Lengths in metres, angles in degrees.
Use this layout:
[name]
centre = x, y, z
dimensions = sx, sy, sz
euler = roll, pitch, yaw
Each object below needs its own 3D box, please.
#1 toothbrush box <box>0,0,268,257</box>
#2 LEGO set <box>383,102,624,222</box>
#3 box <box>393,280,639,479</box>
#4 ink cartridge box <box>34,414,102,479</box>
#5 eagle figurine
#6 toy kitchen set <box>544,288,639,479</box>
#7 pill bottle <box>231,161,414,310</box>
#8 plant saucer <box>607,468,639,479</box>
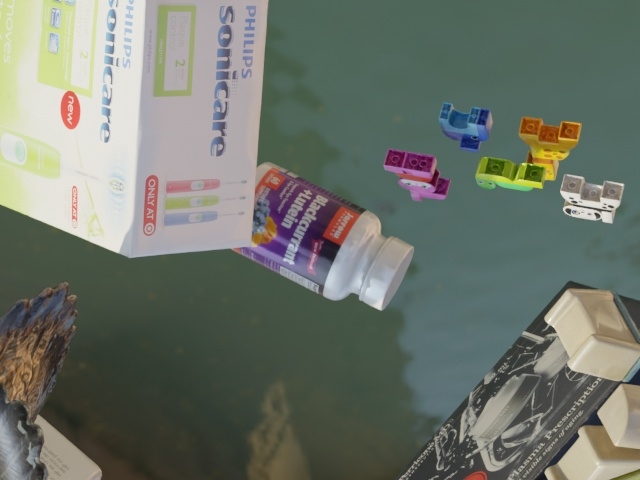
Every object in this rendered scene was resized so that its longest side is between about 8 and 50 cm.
[toothbrush box]
centre = -0.176, -0.119, 1.372
dimensions = 0.122, 0.206, 0.283
euler = -6, -163, -40
[LEGO set]
centre = 0.188, -0.071, 1.655
dimensions = 0.227, 0.087, 0.093
euler = 10, 158, 17
[box]
centre = 0.281, 0.240, 1.899
dimensions = 0.343, 0.179, 0.312
euler = -48, -168, -6
[ink cartridge box]
centre = -0.456, 0.278, 1.658
dimensions = 0.395, 0.285, 0.166
euler = -38, 163, -48
[eagle figurine]
centre = -0.289, 0.180, 1.205
dimensions = 0.298, 0.226, 0.225
euler = -22, 159, 6
[toy kitchen set]
centre = 0.248, 0.174, 1.582
dimensions = 0.122, 0.166, 0.207
euler = 11, 129, -32
[pill bottle]
centre = 0.000, 0.000, 1.890
dimensions = 0.193, 0.108, 0.108
euler = 26, 156, 10
[plant saucer]
centre = 0.202, 0.260, 1.287
dimensions = 0.188, 0.045, 0.188
euler = -18, 113, -5
